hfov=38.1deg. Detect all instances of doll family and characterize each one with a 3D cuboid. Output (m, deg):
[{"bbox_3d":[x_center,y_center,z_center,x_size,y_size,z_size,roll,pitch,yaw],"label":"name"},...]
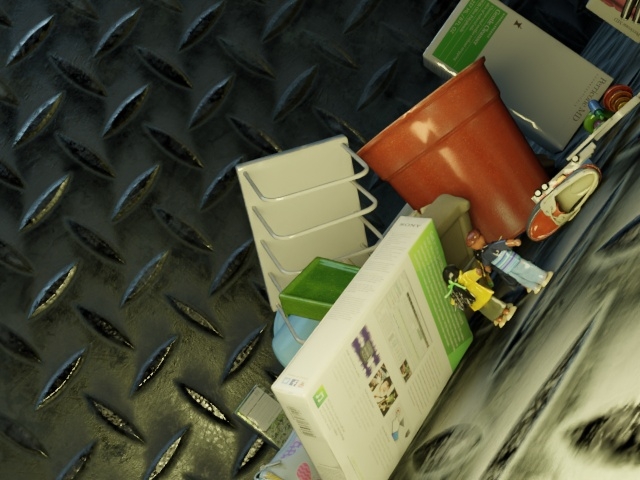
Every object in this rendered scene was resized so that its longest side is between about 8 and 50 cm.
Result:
[{"bbox_3d":[0.212,0.044,1.174,0.076,0.111,0.193,-50,-5,-44],"label":"doll family"}]

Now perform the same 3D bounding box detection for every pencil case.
[{"bbox_3d":[-0.029,0.430,1.851,0.273,0.124,0.113,-48,-6,-48],"label":"pencil case"}]

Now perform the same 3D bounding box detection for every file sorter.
[{"bbox_3d":[0.000,0.000,1.529,0.193,0.277,0.173,-18,26,-11],"label":"file sorter"}]

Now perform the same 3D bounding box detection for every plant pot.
[{"bbox_3d":[0.243,-0.121,1.557,0.272,0.265,0.272,-38,1,1],"label":"plant pot"}]

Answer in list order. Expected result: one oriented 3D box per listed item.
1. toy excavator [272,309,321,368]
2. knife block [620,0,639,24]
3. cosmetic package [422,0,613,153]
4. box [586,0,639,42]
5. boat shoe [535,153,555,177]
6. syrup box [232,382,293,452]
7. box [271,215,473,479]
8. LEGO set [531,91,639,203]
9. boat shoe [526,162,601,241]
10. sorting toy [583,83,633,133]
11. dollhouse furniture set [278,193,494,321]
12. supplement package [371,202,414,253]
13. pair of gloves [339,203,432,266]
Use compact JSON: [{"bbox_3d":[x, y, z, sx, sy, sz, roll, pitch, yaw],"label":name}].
[{"bbox_3d":[0.034,0.212,1.653,0.222,0.433,0.445,-54,-32,9],"label":"toy excavator"},{"bbox_3d":[0.524,-0.455,1.363,0.242,0.275,0.088,-17,23,39],"label":"knife block"},{"bbox_3d":[0.427,-0.371,2.037,0.197,0.365,0.155,-56,-5,5],"label":"cosmetic package"},{"bbox_3d":[0.701,-0.566,1.970,0.127,0.149,0.232,-52,-4,-43],"label":"box"},{"bbox_3d":[0.421,-0.127,1.807,0.207,0.073,0.073,-30,-61,-73],"label":"boat shoe"},{"bbox_3d":[-0.088,0.450,2.209,0.093,0.237,0.096,-52,-3,-18],"label":"syrup box"},{"bbox_3d":[0.082,0.155,1.201,0.322,0.058,0.232,-50,-48,-33],"label":"box"},{"bbox_3d":[0.417,-0.132,1.408,0.182,0.060,0.244,-38,-9,-26],"label":"LEGO set"},{"bbox_3d":[0.330,-0.048,1.264,0.137,0.049,0.043,-50,0,23],"label":"boat shoe"},{"bbox_3d":[0.464,-0.204,1.495,0.042,0.061,0.102,-102,28,-46],"label":"sorting toy"},{"bbox_3d":[0.110,0.079,1.391,0.301,0.151,0.197,-45,-51,-35],"label":"dollhouse furniture set"},{"bbox_3d":[0.224,0.038,2.017,0.194,0.203,0.149,-52,-4,-18],"label":"supplement package"},{"bbox_3d":[0.136,0.082,1.459,0.240,0.204,0.042,-37,12,-15],"label":"pair of gloves"}]
